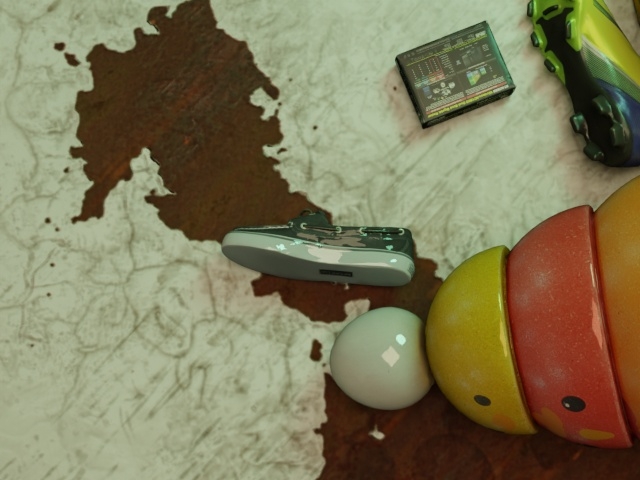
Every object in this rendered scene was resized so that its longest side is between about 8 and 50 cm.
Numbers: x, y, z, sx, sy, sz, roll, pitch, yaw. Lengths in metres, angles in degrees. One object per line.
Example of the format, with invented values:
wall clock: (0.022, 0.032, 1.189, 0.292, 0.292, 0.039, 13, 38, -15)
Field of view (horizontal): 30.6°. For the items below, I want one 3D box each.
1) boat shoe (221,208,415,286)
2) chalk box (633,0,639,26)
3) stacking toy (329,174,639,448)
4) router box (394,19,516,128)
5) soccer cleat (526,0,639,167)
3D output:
boat shoe: (0.000, 0.000, 1.383, 0.228, 0.080, 0.076, 6, 65, 6)
chalk box: (0.471, -0.300, 1.299, 0.180, 0.289, 0.179, -13, 82, 0)
stacking toy: (0.242, 0.110, 1.289, 0.479, 0.350, 0.351, -12, 81, 19)
router box: (0.163, -0.201, 1.421, 0.122, 0.038, 0.092, -21, 81, -1)
soccer cleat: (0.337, -0.223, 1.409, 0.121, 0.093, 0.289, -10, 76, -30)
